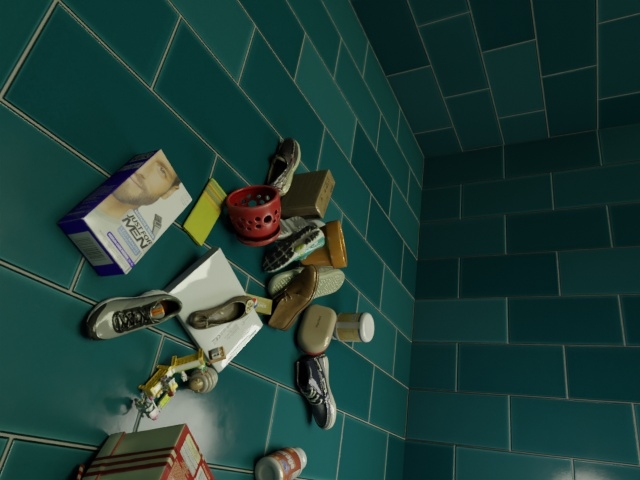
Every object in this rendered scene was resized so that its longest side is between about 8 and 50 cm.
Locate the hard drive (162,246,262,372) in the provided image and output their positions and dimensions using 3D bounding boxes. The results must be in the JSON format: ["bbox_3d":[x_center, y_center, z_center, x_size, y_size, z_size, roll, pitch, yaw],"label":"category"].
[{"bbox_3d":[-0.343,0.229,1.589,0.233,0.047,0.353,-46,128,-33],"label":"hard drive"}]

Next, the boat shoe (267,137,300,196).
[{"bbox_3d":[-0.159,-0.325,2.044,0.092,0.103,0.285,50,49,-55],"label":"boat shoe"}]

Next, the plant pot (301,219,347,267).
[{"bbox_3d":[0.004,0.028,2.076,0.205,0.188,0.205,-10,90,-83],"label":"plant pot"}]

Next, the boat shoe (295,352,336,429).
[{"bbox_3d":[-0.033,0.665,2.112,0.158,0.127,0.340,3,75,-56],"label":"boat shoe"}]

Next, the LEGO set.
[{"bbox_3d":[-0.404,0.413,1.414,0.287,0.132,0.107,-33,123,-35],"label":"LEGO set"}]

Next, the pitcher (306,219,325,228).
[{"bbox_3d":[0.000,0.000,2.244,0.207,0.126,0.177,34,29,-63],"label":"pitcher"}]

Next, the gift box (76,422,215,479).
[{"bbox_3d":[-0.433,0.625,1.202,0.276,0.258,0.255,-75,150,-71],"label":"gift box"}]

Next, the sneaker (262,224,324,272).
[{"bbox_3d":[-0.101,0.053,1.935,0.107,0.275,0.110,58,-1,38],"label":"sneaker"}]

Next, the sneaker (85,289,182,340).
[{"bbox_3d":[-0.493,0.194,1.296,0.272,0.108,0.100,-18,105,-52],"label":"sneaker"}]

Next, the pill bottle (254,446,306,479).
[{"bbox_3d":[-0.144,0.861,1.844,0.216,0.121,0.121,14,73,-62],"label":"pill bottle"}]

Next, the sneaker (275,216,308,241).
[{"bbox_3d":[-0.173,-0.026,1.964,0.281,0.115,0.105,-2,53,-45],"label":"sneaker"}]

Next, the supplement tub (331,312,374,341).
[{"bbox_3d":[0.150,0.429,2.394,0.144,0.200,0.144,15,73,-61],"label":"supplement tub"}]

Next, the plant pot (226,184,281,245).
[{"bbox_3d":[-0.233,-0.088,1.758,0.191,0.191,0.174,-58,149,-49],"label":"plant pot"}]

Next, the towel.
[{"bbox_3d":[-0.391,-0.100,1.650,0.102,0.021,0.237,56,39,-37],"label":"towel"}]

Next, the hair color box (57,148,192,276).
[{"bbox_3d":[-0.514,-0.082,1.319,0.185,0.110,0.338,65,32,-32],"label":"hair color box"}]

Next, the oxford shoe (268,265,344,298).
[{"bbox_3d":[-0.074,0.175,2.108,0.449,0.130,0.169,-4,123,-51],"label":"oxford shoe"}]

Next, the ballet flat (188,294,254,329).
[{"bbox_3d":[-0.304,0.235,1.554,0.250,0.058,0.084,-10,104,-47],"label":"ballet flat"}]

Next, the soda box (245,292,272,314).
[{"bbox_3d":[-0.255,0.237,1.802,0.181,0.061,0.058,27,63,-58],"label":"soda box"}]

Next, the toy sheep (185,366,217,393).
[{"bbox_3d":[-0.368,0.436,1.516,0.132,0.091,0.091,-20,104,-71],"label":"toy sheep"}]

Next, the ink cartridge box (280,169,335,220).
[{"bbox_3d":[-0.060,-0.194,2.108,0.088,0.193,0.234,59,37,-40],"label":"ink cartridge box"}]

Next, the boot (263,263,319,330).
[{"bbox_3d":[-0.113,0.222,1.914,0.115,0.112,0.305,25,100,-44],"label":"boot"}]

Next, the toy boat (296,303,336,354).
[{"bbox_3d":[-0.021,0.411,2.172,0.151,0.151,0.231,98,9,-50],"label":"toy boat"}]
